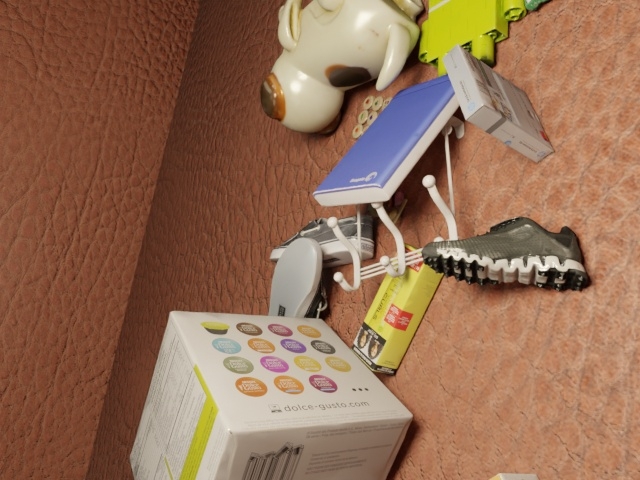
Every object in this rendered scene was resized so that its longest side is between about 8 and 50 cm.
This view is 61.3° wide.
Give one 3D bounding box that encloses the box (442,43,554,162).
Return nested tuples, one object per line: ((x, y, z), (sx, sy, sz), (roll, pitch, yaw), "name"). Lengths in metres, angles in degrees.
((0.286, -0.218, 0.868), (0.038, 0.186, 0.145), (-41, 45, 39), "box")

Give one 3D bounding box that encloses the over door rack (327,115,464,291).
((0.137, -0.082, 1.008), (0.240, 0.108, 0.324), (-21, 45, 39), "over door rack")

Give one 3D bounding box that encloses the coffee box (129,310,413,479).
((-0.111, 0.356, 0.971), (0.334, 0.338, 0.337), (40, 116, 53), "coffee box")

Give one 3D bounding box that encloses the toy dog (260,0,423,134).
((0.039, -0.427, 1.275), (0.408, 0.285, 0.395), (-41, 63, 37), "toy dog")

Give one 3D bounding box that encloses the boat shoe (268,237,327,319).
((-0.038, 0.135, 1.181), (0.113, 0.105, 0.306), (22, 109, 38), "boat shoe")

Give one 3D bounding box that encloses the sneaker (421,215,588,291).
((0.274, 0.012, 0.816), (0.235, 0.078, 0.106), (5, 61, 18), "sneaker")

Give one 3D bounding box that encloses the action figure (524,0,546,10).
((0.429, -0.506, 0.926), (0.232, 0.064, 0.137), (-60, 39, 21), "action figure")

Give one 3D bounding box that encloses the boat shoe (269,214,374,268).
((0.000, 0.000, 1.223), (0.301, 0.108, 0.102), (-13, 64, 48), "boat shoe")

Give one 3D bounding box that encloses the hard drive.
((0.141, -0.195, 1.037), (0.318, 0.040, 0.210), (-52, 25, -22), "hard drive")

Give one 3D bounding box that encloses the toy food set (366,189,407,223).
((0.147, -0.075, 1.138), (0.077, 0.019, 0.122), (-64, 28, 9), "toy food set")

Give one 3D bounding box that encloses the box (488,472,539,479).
((0.249, 0.414, 0.705), (0.130, 0.091, 0.170), (-47, 41, 30), "box")

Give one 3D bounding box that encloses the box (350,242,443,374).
((0.144, 0.126, 1.008), (0.087, 0.058, 0.232), (38, 104, 56), "box")

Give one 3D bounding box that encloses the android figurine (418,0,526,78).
((0.294, -0.454, 1.081), (0.248, 0.056, 0.272), (-15, 65, 51), "android figurine")

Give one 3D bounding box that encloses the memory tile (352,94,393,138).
((0.132, -0.283, 1.258), (0.148, 0.012, 0.113), (27, 96, 54), "memory tile")
